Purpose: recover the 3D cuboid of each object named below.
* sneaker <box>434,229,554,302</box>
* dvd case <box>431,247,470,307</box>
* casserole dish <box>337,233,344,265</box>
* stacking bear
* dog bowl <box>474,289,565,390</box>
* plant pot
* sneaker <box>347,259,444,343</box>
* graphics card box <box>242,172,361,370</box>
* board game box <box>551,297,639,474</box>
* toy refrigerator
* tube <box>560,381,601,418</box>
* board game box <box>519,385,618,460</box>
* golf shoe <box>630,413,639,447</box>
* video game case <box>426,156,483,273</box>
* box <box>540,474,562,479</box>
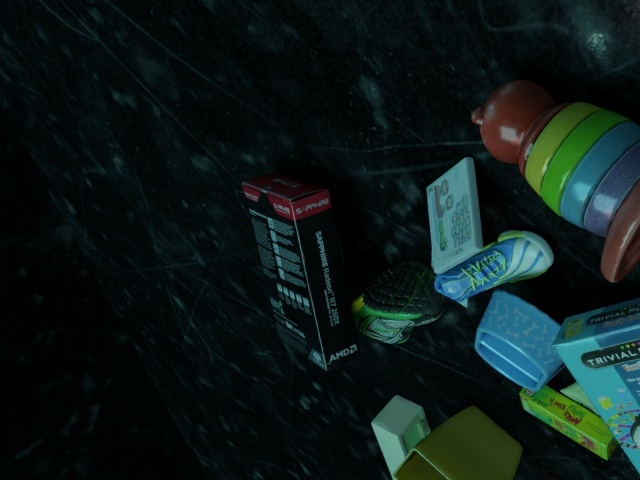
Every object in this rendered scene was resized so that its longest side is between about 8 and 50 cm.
[{"bbox_3d":[0.281,0.057,1.567,0.091,0.126,0.240,52,153,-11],"label":"sneaker"},{"bbox_3d":[0.246,0.067,1.755,0.087,0.013,0.119,32,148,28],"label":"dvd case"},{"bbox_3d":[0.000,0.000,1.993,0.114,0.037,0.188,24,146,37],"label":"casserole dish"},{"bbox_3d":[0.336,-0.111,1.246,0.289,0.175,0.164,40,155,29],"label":"stacking bear"},{"bbox_3d":[0.342,0.180,1.601,0.166,0.074,0.297,35,169,16],"label":"dog bowl"},{"bbox_3d":[0.313,0.487,2.026,0.212,0.187,0.212,39,152,13],"label":"plant pot"},{"bbox_3d":[0.158,0.132,1.870,0.146,0.134,0.343,46,163,-12],"label":"sneaker"},{"bbox_3d":[-0.039,0.058,1.902,0.233,0.094,0.371,22,127,59],"label":"graphics card box"},{"bbox_3d":[0.550,0.236,1.400,0.254,0.079,0.336,-23,108,43],"label":"board game box"},{"bbox_3d":[0.221,0.515,2.290,0.094,0.102,0.269,20,142,42],"label":"toy refrigerator"},{"bbox_3d":[0.491,0.248,1.604,0.240,0.062,0.070,103,155,-62],"label":"tube"},{"bbox_3d":[0.463,0.331,1.737,0.181,0.043,0.092,31,165,29],"label":"board game box"},{"bbox_3d":[0.568,0.319,1.312,0.273,0.120,0.105,15,132,26],"label":"golf shoe"},{"bbox_3d":[0.219,-0.039,1.539,0.143,0.019,0.157,139,132,-63],"label":"video game case"},{"bbox_3d":[0.525,0.623,1.923,0.203,0.168,0.167,10,135,49],"label":"box"}]
